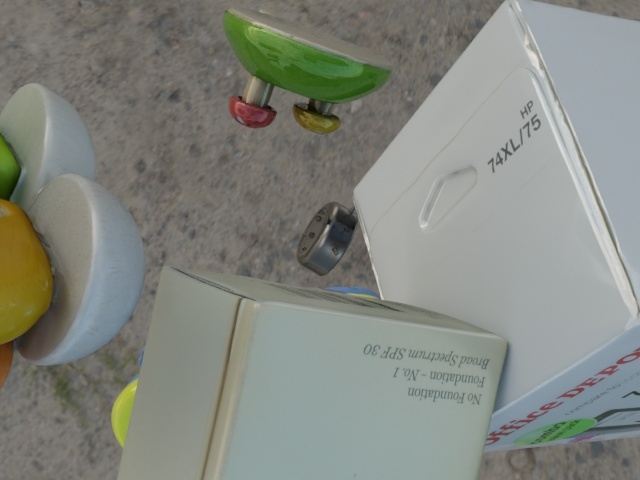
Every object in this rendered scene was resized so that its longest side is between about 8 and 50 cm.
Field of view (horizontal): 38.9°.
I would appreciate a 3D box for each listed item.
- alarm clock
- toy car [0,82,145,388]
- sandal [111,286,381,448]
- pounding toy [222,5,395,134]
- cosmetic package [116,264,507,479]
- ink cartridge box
[{"bbox_3d":[0.000,0.000,1.613,0.064,0.129,0.192,29,154,-12],"label":"alarm clock"},{"bbox_3d":[-0.171,0.003,0.358,0.159,0.182,0.136,13,118,-39],"label":"toy car"},{"bbox_3d":[-0.074,0.120,0.973,0.318,0.138,0.126,-16,109,-14],"label":"sandal"},{"bbox_3d":[-0.023,-0.169,0.970,0.183,0.237,0.110,21,105,2],"label":"pounding toy"},{"bbox_3d":[-0.025,0.180,0.471,0.160,0.113,0.309,10,92,-33],"label":"cosmetic package"},{"bbox_3d":[0.196,0.003,0.567,0.270,0.197,0.198,1,149,-27],"label":"ink cartridge box"}]
